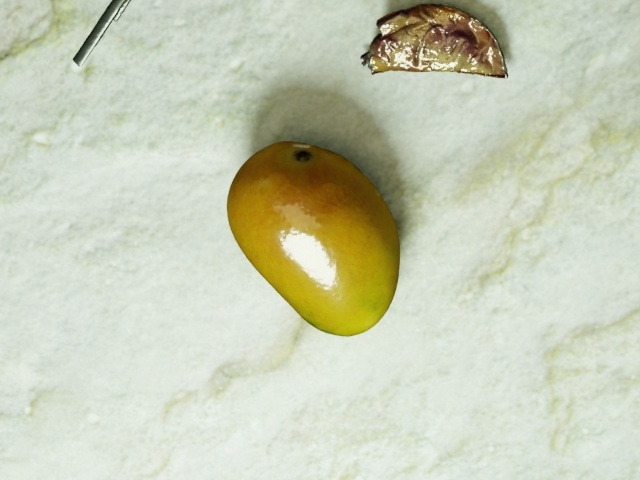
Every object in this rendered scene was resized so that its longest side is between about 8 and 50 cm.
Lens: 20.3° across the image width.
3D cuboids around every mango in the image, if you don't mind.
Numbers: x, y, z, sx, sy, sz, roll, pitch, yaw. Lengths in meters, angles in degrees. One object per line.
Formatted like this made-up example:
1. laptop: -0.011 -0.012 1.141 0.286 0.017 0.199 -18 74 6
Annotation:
1. mango: 0.003 -0.005 2.095 0.175 0.139 0.254 -27 113 34

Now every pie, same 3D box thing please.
1. pie: 0.126 -0.224 2.027 0.170 0.034 0.092 0 117 13

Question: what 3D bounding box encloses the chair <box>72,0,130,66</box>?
1. chair: -0.203 -0.332 1.985 0.247 0.159 0.172 -36 104 25
